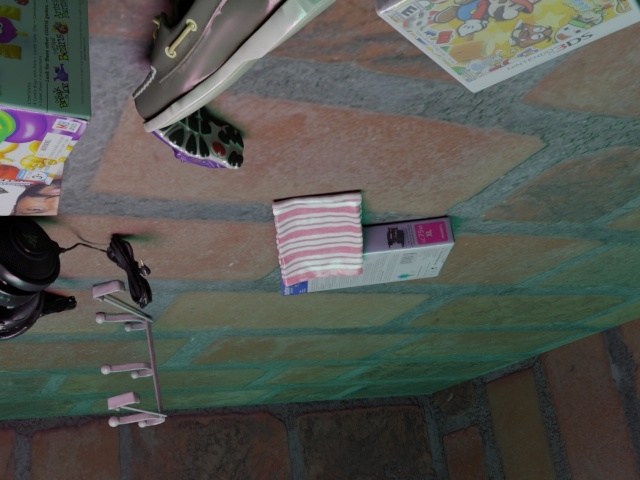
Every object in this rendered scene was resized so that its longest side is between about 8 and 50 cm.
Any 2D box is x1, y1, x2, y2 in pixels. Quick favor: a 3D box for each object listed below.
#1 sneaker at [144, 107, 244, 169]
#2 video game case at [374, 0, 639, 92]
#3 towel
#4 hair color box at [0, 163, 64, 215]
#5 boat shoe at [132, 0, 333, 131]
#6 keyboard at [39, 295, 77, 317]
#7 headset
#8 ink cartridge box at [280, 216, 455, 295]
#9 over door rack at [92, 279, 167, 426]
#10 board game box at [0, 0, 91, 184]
[{"bbox_3d":[-0.159,-0.116,0.956,0.071,0.068,0.170,-10,162,24],"label":"sneaker"},{"bbox_3d":[0.199,-0.238,0.815,0.206,0.026,0.227,-21,157,31],"label":"video game case"},{"bbox_3d":[0.000,0.000,1.300,0.144,0.029,0.197,-8,139,-4],"label":"towel"},{"bbox_3d":[-0.366,-0.085,0.977,0.093,0.054,0.167,-1,160,-21],"label":"hair color box"},{"bbox_3d":[-0.097,-0.192,0.732,0.305,0.091,0.109,-24,-163,48],"label":"boat shoe"},{"bbox_3d":[-0.535,0.130,1.396,0.201,0.033,0.317,-12,-179,12],"label":"keyboard"},{"bbox_3d":[-0.448,0.075,1.163,0.394,0.185,0.243,-20,163,-39],"label":"headset"},{"bbox_3d":[0.077,0.032,1.461,0.310,0.065,0.186,-9,160,-5],"label":"ink cartridge box"},{"bbox_3d":[-0.399,0.240,1.597,0.108,0.240,0.324,-12,161,-4],"label":"over door rack"},{"bbox_3d":[-0.350,-0.152,0.664,0.275,0.145,0.142,6,157,-32],"label":"board game box"}]
